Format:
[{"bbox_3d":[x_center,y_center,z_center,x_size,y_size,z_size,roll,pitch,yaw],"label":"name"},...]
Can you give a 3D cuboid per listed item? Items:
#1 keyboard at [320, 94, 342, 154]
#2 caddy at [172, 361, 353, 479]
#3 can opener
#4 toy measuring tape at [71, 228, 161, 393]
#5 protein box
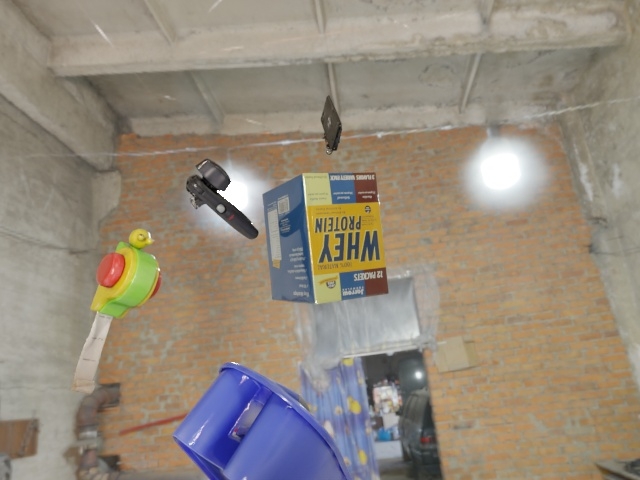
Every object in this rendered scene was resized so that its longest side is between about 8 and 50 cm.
[{"bbox_3d":[0.035,-0.288,1.238,0.038,0.192,0.100,8,-54,-15],"label":"keyboard"},{"bbox_3d":[-0.074,0.337,0.786,0.241,0.179,0.342,18,-38,34],"label":"caddy"},{"bbox_3d":[-0.158,-0.054,0.815,0.073,0.059,0.186,-32,-42,4],"label":"can opener"},{"bbox_3d":[-0.387,0.130,0.940,0.121,0.331,0.121,11,-18,4],"label":"toy measuring tape"},{"bbox_3d":[0.000,0.000,0.850,0.135,0.202,0.199,-5,-3,-26],"label":"protein box"}]
